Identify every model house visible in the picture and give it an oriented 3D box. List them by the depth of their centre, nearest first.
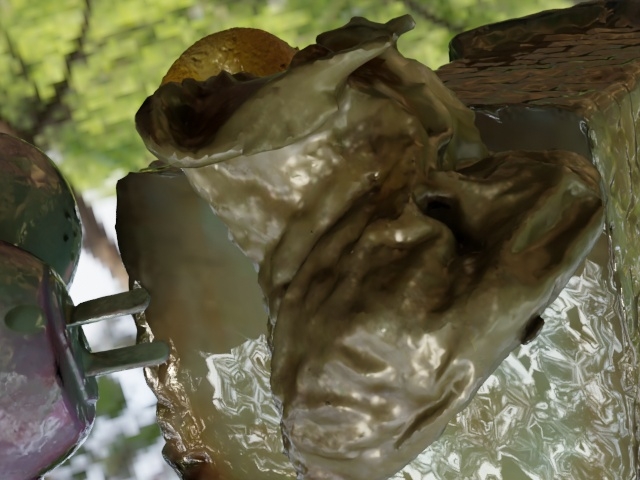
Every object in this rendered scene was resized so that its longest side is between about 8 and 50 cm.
[{"bbox_3d":[0.129,0.023,1.624,0.445,0.395,0.400,-2,-159,32],"label":"model house"}]

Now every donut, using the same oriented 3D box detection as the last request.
[{"bbox_3d":[-0.083,-0.124,1.873,0.174,0.074,0.190,-17,-128,19],"label":"donut"}]

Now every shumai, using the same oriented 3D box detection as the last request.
[{"bbox_3d":[0.000,0.000,1.226,0.267,0.262,0.314,-50,177,-24],"label":"shumai"}]

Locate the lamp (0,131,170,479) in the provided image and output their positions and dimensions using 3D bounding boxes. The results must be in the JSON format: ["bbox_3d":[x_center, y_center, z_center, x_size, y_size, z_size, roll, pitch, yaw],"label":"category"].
[{"bbox_3d":[-0.240,0.056,1.503,0.247,0.247,0.301,-9,-142,3],"label":"lamp"}]
